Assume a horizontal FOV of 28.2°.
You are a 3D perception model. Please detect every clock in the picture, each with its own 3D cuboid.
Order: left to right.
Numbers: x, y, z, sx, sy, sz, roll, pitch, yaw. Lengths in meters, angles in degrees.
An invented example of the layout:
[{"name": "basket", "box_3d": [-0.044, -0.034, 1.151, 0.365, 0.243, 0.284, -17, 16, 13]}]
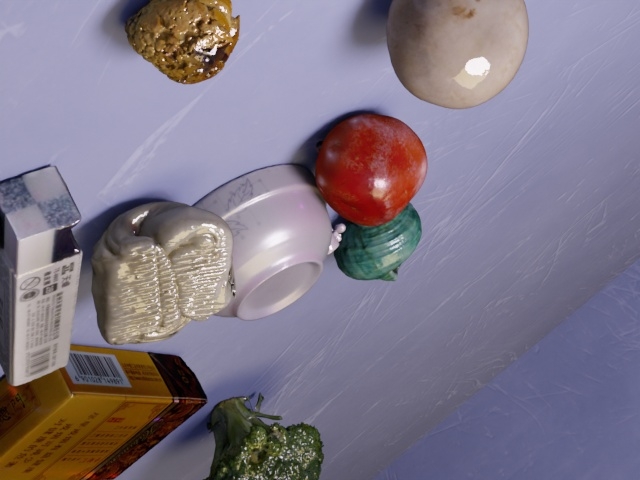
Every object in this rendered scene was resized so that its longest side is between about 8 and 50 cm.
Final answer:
[{"name": "clock", "box_3d": [0.000, 0.000, 2.162, 0.087, 0.041, 0.129, -39, -166, -19]}]

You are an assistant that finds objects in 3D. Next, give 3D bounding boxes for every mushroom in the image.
[{"name": "mushroom", "box_3d": [0.174, -0.280, 1.727, 0.204, 0.204, 0.204, -28, 158, -13]}]

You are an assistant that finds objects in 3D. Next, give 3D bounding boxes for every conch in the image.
[{"name": "conch", "box_3d": [0.102, -0.012, 2.229, 0.202, 0.134, 0.196, 113, -2, -46]}]

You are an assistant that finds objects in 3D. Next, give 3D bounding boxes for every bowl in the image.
[{"name": "bowl", "box_3d": [-0.097, 0.023, 2.006, 0.287, 0.144, 0.287, -29, 158, -13]}]

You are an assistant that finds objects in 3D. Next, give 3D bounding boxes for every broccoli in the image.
[{"name": "broccoli", "box_3d": [-0.130, 0.461, 2.687, 0.304, 0.283, 0.321, -12, 149, -34]}]

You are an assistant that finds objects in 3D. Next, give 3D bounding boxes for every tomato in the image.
[{"name": "tomato", "box_3d": [0.080, -0.113, 1.953, 0.187, 0.151, 0.187, -27, 138, -28]}]

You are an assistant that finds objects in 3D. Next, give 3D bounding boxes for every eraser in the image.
[{"name": "eraser", "box_3d": [-0.394, 0.059, 1.736, 0.098, 0.096, 0.404, -21, 154, -26]}]

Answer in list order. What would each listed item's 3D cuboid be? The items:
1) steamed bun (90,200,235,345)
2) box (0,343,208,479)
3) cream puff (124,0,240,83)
[{"name": "steamed bun", "box_3d": [-0.234, 0.033, 1.845, 0.211, 0.144, 0.218, -13, 126, -16]}, {"name": "box", "box_3d": [-0.410, 0.305, 2.202, 0.264, 0.116, 0.415, -41, 157, 16]}, {"name": "cream puff", "box_3d": [-0.152, -0.234, 1.450, 0.133, 0.104, 0.119, -7, 153, -47]}]
